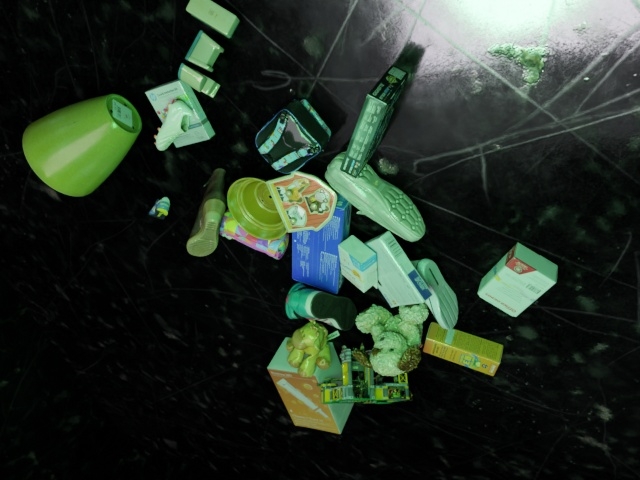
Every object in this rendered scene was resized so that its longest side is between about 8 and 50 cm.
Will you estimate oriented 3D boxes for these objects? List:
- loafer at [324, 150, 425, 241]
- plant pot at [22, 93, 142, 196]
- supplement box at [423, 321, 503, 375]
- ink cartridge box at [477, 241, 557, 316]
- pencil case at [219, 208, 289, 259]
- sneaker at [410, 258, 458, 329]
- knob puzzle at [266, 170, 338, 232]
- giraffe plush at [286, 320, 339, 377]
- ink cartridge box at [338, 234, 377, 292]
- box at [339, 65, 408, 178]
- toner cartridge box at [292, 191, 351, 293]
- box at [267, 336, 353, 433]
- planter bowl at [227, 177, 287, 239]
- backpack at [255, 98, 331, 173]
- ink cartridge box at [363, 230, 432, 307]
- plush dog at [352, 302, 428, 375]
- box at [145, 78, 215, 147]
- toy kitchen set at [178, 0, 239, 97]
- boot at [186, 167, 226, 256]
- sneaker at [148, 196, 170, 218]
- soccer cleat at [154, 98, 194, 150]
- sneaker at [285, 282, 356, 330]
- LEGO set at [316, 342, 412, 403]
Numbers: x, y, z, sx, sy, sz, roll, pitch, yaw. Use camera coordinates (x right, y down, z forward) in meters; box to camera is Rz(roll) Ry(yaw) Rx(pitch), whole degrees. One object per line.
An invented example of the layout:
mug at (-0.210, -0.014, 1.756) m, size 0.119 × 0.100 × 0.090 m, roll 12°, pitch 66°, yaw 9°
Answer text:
loafer at (0.148, -0.109, 1.452) m, size 0.319 × 0.112 × 0.111 m, roll 43°, pitch 140°, yaw 1°
plant pot at (-0.711, -0.323, 1.658) m, size 0.293 × 0.275 × 0.275 m, roll -25°, pitch 113°, yaw 24°
supplement box at (0.449, 0.342, 1.679) m, size 0.233 × 0.080 × 0.078 m, roll 15°, pitch 135°, yaw 14°
ink cartridge box at (0.531, 0.109, 1.440) m, size 0.127 × 0.072 × 0.175 m, roll 31°, pitch 135°, yaw 2°
pencil case at (-0.220, -0.019, 1.732) m, size 0.236 × 0.104 × 0.105 m, roll 21°, pitch 134°, yaw 11°
sneaker at (0.335, 0.156, 1.593) m, size 0.091 × 0.094 × 0.258 m, roll 6°, pitch 130°, yaw 52°
knob puzzle at (-0.043, -0.106, 1.494) m, size 0.213 × 0.030 × 0.213 m, roll 10°, pitch 123°, yaw 15°
giraffe plush at (-0.032, 0.352, 1.844) m, size 0.181 × 0.210 × 0.171 m, roll 43°, pitch 165°, yaw 27°
ink cartridge box at (0.115, 0.083, 1.599) m, size 0.104 × 0.061 × 0.181 m, roll 40°, pitch 156°, yaw 33°
box at (0.127, -0.280, 1.265) m, size 0.051 × 0.175 × 0.220 m, roll 27°, pitch 136°, yaw 6°
toner cartridge box at (0.000, 0.000, 1.641) m, size 0.165 × 0.075 × 0.348 m, roll 17°, pitch 133°, yaw 15°
box at (-0.029, 0.563, 2.066) m, size 0.214 × 0.168 × 0.346 m, roll 0°, pitch 126°, yaw 29°
planter bowl at (-0.170, -0.115, 1.626) m, size 0.217 × 0.090 × 0.217 m, roll 14°, pitch 128°, yaw 18°
backpack at (-0.080, -0.272, 1.427) m, size 0.158 × 0.117 × 0.173 m, roll 46°, pitch 133°, yaw -13°
ink cartridge box at (0.207, 0.091, 1.562) m, size 0.223 × 0.045 × 0.224 m, roll 56°, pitch 160°, yaw -1°
plush dog at (0.233, 0.331, 1.678) m, size 0.262 × 0.225 × 0.211 m, roll -14°, pitch 119°, yaw 40°
box at (-0.416, -0.378, 1.580) m, size 0.145 × 0.038 × 0.186 m, roll -5°, pitch 123°, yaw 32°
toy kitchen set at (-0.303, -0.505, 1.396) m, size 0.122 × 0.166 × 0.207 m, roll 32°, pitch 99°, yaw 0°
boot at (-0.352, -0.083, 1.690) m, size 0.090 × 0.207 × 0.248 m, roll 16°, pitch 142°, yaw -21°
sneaker at (-0.567, -0.113, 1.881) m, size 0.053 × 0.059 × 0.144 m, roll 19°, pitch 161°, yaw -31°
soccer cleat at (-0.432, -0.325, 1.562) m, size 0.076 × 0.068 × 0.196 m, roll 35°, pitch 133°, yaw -5°
sneaker at (-0.016, 0.222, 1.759) m, size 0.178 × 0.124 × 0.295 m, roll 10°, pitch 166°, yaw 36°
LEGO set at (0.159, 0.468, 1.869) m, size 0.330 × 0.192 × 0.255 m, roll 5°, pitch 158°, yaw -16°
